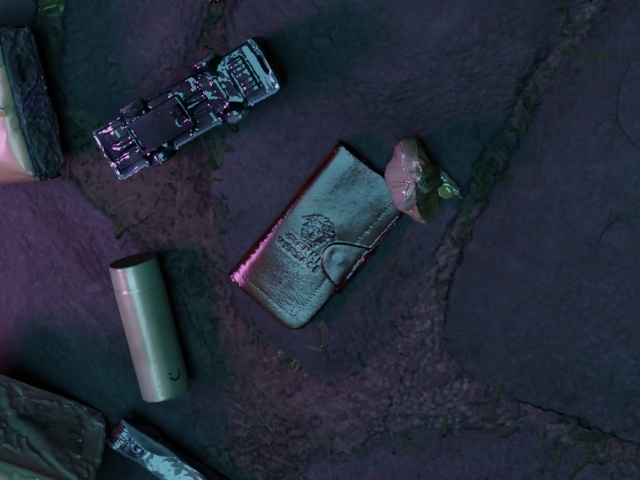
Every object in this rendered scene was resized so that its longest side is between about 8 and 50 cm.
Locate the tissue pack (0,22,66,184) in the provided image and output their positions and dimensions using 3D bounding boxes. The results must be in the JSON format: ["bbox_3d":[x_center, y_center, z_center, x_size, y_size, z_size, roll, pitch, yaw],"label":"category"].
[{"bbox_3d":[-0.486,-0.176,1.370,0.256,0.123,0.215,-3,108,22],"label":"tissue pack"}]

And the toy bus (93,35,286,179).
[{"bbox_3d":[-0.166,-0.171,1.309,0.261,0.109,0.091,-25,102,20],"label":"toy bus"}]

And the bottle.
[{"bbox_3d":[-0.239,0.122,1.433,0.072,0.072,0.202,-8,105,14],"label":"bottle"}]

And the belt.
[{"bbox_3d":[-0.205,0.338,1.497,0.232,0.071,0.053,36,104,-3],"label":"belt"}]

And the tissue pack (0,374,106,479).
[{"bbox_3d":[-0.527,0.382,1.472,0.297,0.207,0.380,29,112,-23],"label":"tissue pack"}]

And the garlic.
[{"bbox_3d":[0.120,-0.074,1.290,0.074,0.094,0.113,-14,98,32],"label":"garlic"}]

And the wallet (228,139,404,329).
[{"bbox_3d":[0.000,0.000,1.366,0.137,0.031,0.255,40,110,-1],"label":"wallet"}]

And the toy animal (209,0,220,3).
[{"bbox_3d":[-0.122,-0.396,1.266,0.105,0.070,0.203,12,114,20],"label":"toy animal"}]
